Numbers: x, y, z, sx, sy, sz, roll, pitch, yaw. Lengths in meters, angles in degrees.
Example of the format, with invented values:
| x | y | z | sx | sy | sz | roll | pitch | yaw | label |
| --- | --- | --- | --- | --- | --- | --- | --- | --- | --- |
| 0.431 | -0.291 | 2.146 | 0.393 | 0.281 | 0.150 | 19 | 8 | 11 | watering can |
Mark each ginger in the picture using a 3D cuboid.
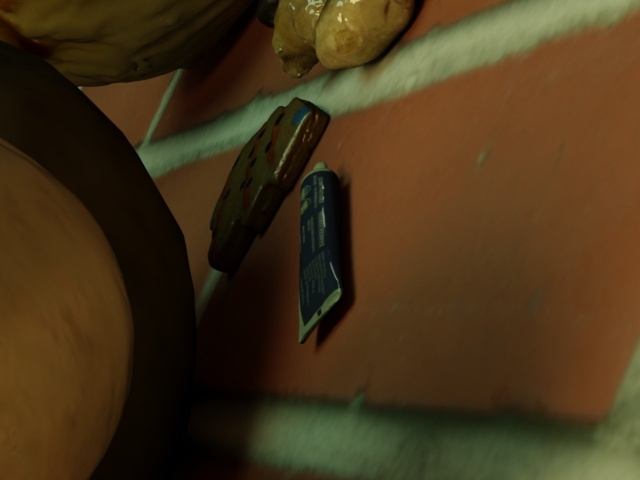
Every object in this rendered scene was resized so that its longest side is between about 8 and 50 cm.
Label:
| x | y | z | sx | sy | sz | roll | pitch | yaw | label |
| --- | --- | --- | --- | --- | --- | --- | --- | --- | --- |
| 0.036 | -0.183 | 1.009 | 0.214 | 0.059 | 0.133 | -62 | 21 | 7 | ginger |

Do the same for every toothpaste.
| x | y | z | sx | sy | sz | roll | pitch | yaw | label |
| --- | --- | --- | --- | --- | --- | --- | --- | --- | --- |
| 0.000 | 0.000 | 0.898 | 0.037 | 0.021 | 0.140 | -52 | 21 | 29 | toothpaste |

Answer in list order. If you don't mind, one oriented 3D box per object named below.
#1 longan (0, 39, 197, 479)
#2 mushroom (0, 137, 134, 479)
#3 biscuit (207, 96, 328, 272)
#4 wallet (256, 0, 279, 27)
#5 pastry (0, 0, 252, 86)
| x | y | z | sx | sy | sz | roll | pitch | yaw | label |
| --- | --- | --- | --- | --- | --- | --- | --- | --- | --- |
| -0.269 | 0.087 | 0.935 | 0.404 | 0.404 | 0.436 | -33 | 26 | 59 | longan |
| -0.166 | 0.084 | 0.591 | 0.315 | 0.356 | 0.315 | 172 | 90 | -72 | mushroom |
| -0.034 | -0.045 | 1.074 | 0.130 | 0.019 | 0.119 | -45 | 23 | 44 | biscuit |
| 0.016 | -0.275 | 1.242 | 0.182 | 0.049 | 0.229 | -44 | 26 | 50 | wallet |
| -0.211 | -0.301 | 1.362 | 0.313 | 0.388 | 0.388 | -21 | 20 | -1 | pastry |
